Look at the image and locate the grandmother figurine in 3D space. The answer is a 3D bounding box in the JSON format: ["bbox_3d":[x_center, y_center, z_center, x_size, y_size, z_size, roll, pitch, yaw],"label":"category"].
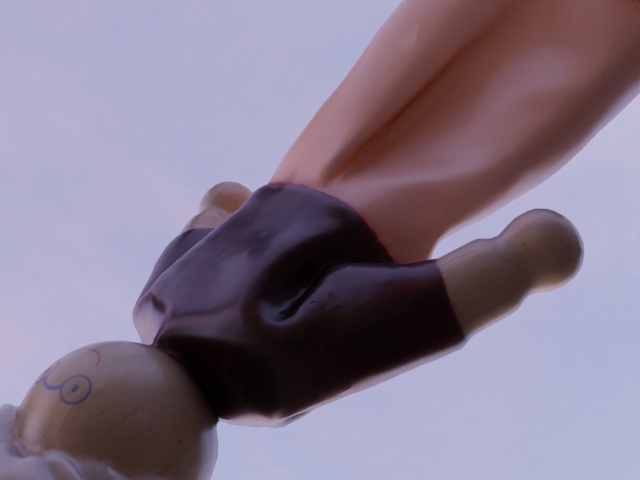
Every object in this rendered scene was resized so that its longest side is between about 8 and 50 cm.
[{"bbox_3d":[0.000,0.000,0.481,0.342,0.208,0.104,-45,-72,-24],"label":"grandmother figurine"}]
